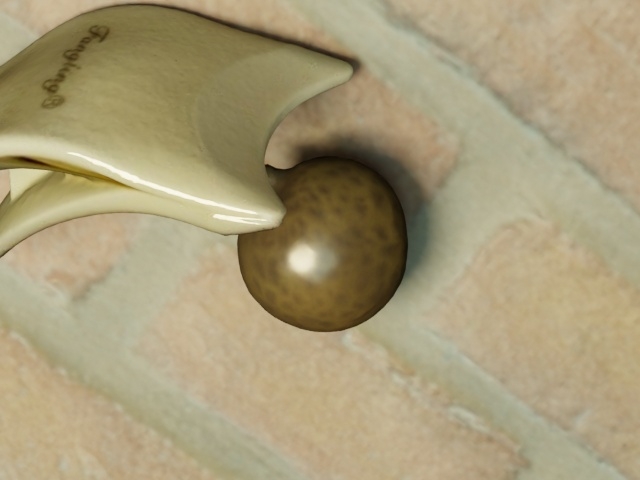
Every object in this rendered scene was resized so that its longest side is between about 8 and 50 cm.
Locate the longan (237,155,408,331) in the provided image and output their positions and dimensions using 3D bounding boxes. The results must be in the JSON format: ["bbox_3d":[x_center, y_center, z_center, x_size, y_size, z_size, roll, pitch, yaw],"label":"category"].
[{"bbox_3d":[0.000,0.000,1.098,0.113,0.092,0.113,3,112,8],"label":"longan"}]

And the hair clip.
[{"bbox_3d":[-0.141,-0.064,1.067,0.282,0.172,0.113,-15,119,27],"label":"hair clip"}]
